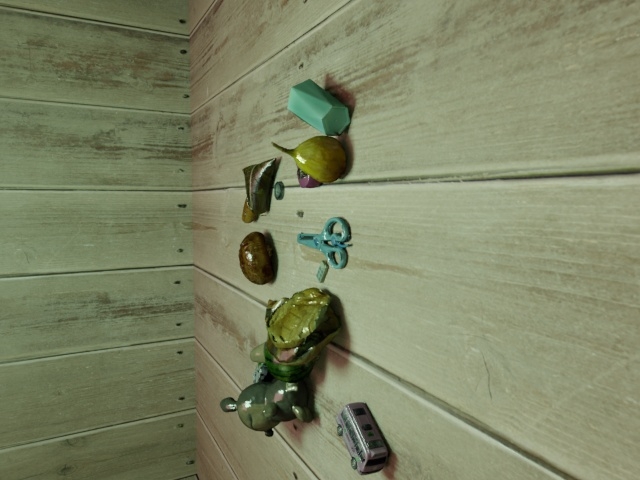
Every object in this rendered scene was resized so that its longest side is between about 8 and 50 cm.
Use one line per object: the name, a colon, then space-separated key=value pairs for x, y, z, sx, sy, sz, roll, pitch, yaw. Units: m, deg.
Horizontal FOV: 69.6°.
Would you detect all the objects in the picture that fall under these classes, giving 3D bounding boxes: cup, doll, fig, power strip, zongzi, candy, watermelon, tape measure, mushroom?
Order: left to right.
mushroom: x=-0.300 y=0.084 z=2.144 sx=0.253 sy=0.153 sz=0.253 roll=172 pitch=90 yaw=-71
zongzi: x=-0.255 y=-0.234 z=2.082 sx=0.241 sy=0.111 sz=0.248 roll=-4 pitch=94 yaw=56
doll: x=-0.205 y=0.606 z=1.915 sx=0.382 sy=0.252 sz=0.378 roll=-15 pitch=52 yaw=26
candy: x=-0.189 y=0.322 z=2.003 sx=0.271 sy=0.101 sz=0.143 roll=157 pitch=114 yaw=-66
watermelon: x=-0.123 y=0.425 z=1.730 sx=0.232 sy=0.127 sz=0.204 roll=9 pitch=73 yaw=39
fig: x=-0.041 y=-0.283 z=1.521 sx=0.159 sy=0.257 sz=0.159 roll=-167 pitch=90 yaw=-69
tape measure: x=-0.045 y=-0.250 z=1.710 sx=0.125 sy=0.074 sz=0.118 roll=-22 pitch=74 yaw=63
cup: x=-0.005 y=-0.439 z=1.563 sx=0.236 sy=0.134 sz=0.148 roll=52 pitch=139 yaw=46
power strip: x=0.006 y=0.115 z=1.703 sx=0.040 sy=0.016 sz=0.090 roll=59 pitch=141 yaw=43

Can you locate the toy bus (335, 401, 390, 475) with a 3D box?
toy bus: x=0.130 y=0.610 z=1.430 sx=0.199 sy=0.096 sz=0.108 roll=60 pitch=137 yaw=46

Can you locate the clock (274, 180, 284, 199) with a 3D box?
clock: x=-0.182 y=-0.219 z=2.029 sx=0.085 sy=0.017 sz=0.085 roll=9 pitch=100 yaw=61

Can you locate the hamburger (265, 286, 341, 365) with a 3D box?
hamburger: x=-0.065 y=0.307 z=1.624 sx=0.265 sy=0.285 sz=0.134 roll=23 pitch=146 yaw=60

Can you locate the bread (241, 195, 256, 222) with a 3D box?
bread: x=-0.342 y=-0.159 z=2.273 sx=0.189 sy=0.077 sz=0.114 roll=120 pitch=158 yaw=-47

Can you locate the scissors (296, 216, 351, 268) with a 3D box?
scissors: x=-0.001 y=0.000 z=1.690 sx=0.393 sy=0.032 sz=0.180 roll=10 pitch=100 yaw=62

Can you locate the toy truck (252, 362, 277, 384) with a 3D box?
toy truck: x=-0.235 y=0.587 z=2.099 sx=0.253 sy=0.114 sz=0.124 roll=121 pitch=151 yaw=-46
